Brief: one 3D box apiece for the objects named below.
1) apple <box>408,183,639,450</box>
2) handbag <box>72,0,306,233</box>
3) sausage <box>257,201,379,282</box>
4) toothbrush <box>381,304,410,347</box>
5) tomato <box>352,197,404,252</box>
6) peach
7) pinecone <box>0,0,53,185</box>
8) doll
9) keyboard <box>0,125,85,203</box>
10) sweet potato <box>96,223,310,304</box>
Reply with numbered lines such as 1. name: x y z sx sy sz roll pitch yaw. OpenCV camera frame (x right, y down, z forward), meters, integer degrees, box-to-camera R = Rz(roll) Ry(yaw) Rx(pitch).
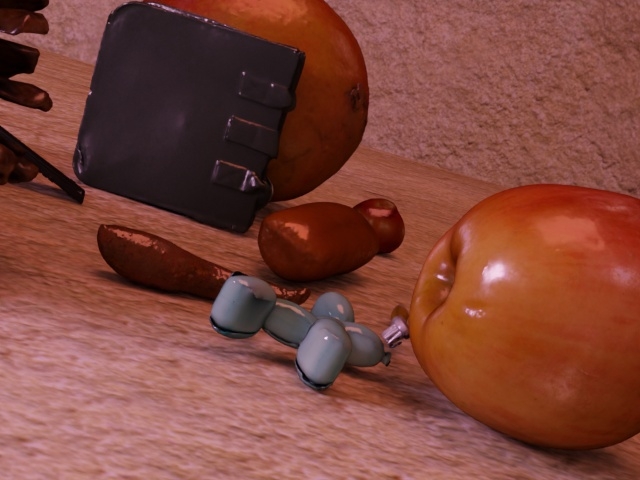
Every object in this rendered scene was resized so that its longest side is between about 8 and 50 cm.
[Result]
1. apple: 0.198 0.057 1.032 0.241 0.242 0.242 16 10 -25
2. handbag: -0.165 -0.161 1.522 0.260 0.247 0.079 18 7 3
3. sausage: 0.000 0.000 1.400 0.098 0.098 0.238 22 12 19
4. toothbrush: 0.077 0.083 1.192 0.021 0.024 0.288 54 3 2
5. tomato: 0.077 -0.023 1.695 0.087 0.075 0.087 16 14 -4
6. peach: -0.118 -0.218 1.696 0.373 0.289 0.372 15 -30 9
7. pinecone: -0.384 -0.152 0.970 0.384 0.384 0.384 17 10 -3
8. doll: -0.010 0.076 1.045 0.159 0.059 0.158 27 10 1
9. keyboard: -0.357 -0.112 1.391 0.202 0.011 0.067 39 3 -16
10. sweet potato: -0.115 0.034 1.146 0.214 0.050 0.050 19 10 -16
